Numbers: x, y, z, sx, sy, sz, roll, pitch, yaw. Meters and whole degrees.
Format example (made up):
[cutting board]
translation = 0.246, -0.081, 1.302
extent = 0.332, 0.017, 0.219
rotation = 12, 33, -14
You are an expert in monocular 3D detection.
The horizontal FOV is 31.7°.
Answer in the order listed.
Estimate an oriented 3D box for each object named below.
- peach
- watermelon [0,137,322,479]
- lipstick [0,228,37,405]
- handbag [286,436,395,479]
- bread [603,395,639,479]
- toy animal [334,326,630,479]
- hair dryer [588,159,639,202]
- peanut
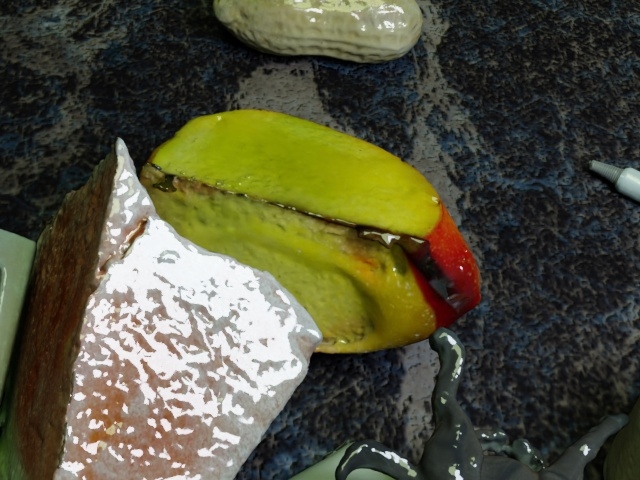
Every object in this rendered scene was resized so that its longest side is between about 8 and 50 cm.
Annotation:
[peach]
translation = -0.001, -0.005, 0.902
extent = 0.267, 0.159, 0.154
rotation = 13, 41, 5
[watermelon]
translation = -0.139, 0.071, 0.779
extent = 0.193, 0.232, 0.310
rotation = 41, 14, -16
[lipstick]
translation = -0.262, 0.113, 0.778
extent = 0.079, 0.077, 0.253
rotation = 19, 58, -20
[handbag]
translation = 0.032, 0.255, 0.749
extent = 0.315, 0.109, 0.241
rotation = -18, 53, -40
[bread]
translation = 0.296, 0.151, 0.825
extent = 0.148, 0.141, 0.134
rotation = -26, 56, -28
[toy animal]
translation = 0.130, 0.164, 0.771
extent = 0.232, 0.084, 0.148
rotation = 25, 35, -5
[hair dryer]
translation = 0.326, -0.024, 1.063
extent = 0.183, 0.044, 0.155
rotation = 19, 47, 14
[peanut]
translation = -0.003, -0.234, 1.155
extent = 0.214, 0.090, 0.099
rotation = 3, 60, -8
